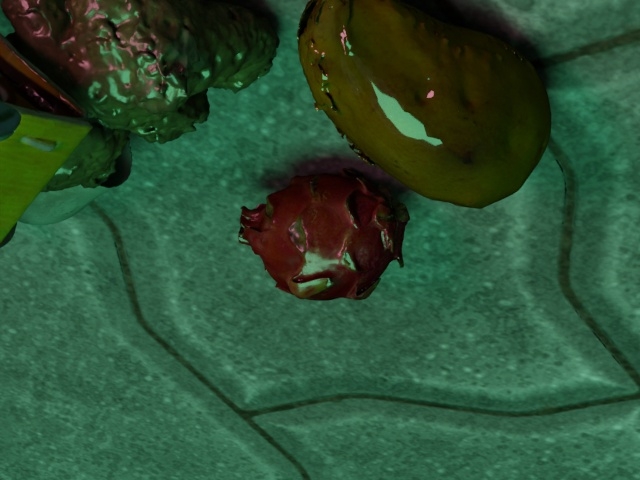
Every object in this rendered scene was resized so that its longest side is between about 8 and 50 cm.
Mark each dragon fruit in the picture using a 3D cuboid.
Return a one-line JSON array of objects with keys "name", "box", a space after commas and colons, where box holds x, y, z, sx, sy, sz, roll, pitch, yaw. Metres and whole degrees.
[{"name": "dragon fruit", "box": [0.000, 0.000, 1.570, 0.166, 0.133, 0.136, 4, 150, 12]}]

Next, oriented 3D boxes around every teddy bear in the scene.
[{"name": "teddy bear", "box": [-0.195, -0.139, 1.394, 0.256, 0.156, 0.267, -29, 134, 31]}]

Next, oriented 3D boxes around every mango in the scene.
[{"name": "mango", "box": [0.087, -0.124, 1.380, 0.248, 0.151, 0.156, 39, 107, -23]}]

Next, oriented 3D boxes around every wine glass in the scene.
[{"name": "wine glass", "box": [-0.275, -0.059, 1.621, 0.202, 0.093, 0.093, -23, 130, 41]}]

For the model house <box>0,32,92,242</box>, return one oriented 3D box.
[{"name": "model house", "box": [-0.362, -0.057, 1.218, 0.323, 0.340, 0.300, 28, 116, -23]}]
